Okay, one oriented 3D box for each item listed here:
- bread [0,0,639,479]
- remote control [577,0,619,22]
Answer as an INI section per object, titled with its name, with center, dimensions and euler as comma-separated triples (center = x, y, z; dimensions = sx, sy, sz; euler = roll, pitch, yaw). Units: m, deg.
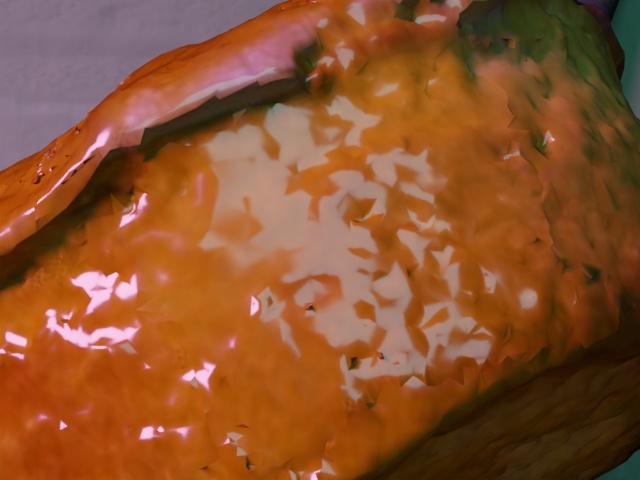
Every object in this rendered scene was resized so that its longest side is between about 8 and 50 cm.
[bread]
center = -0.002, 0.043, 0.714
dimensions = 0.398, 0.398, 0.215
euler = -21, 68, -24
[remote control]
center = 0.125, -0.127, 1.050
dimensions = 0.107, 0.044, 0.377
euler = 25, 45, 2
